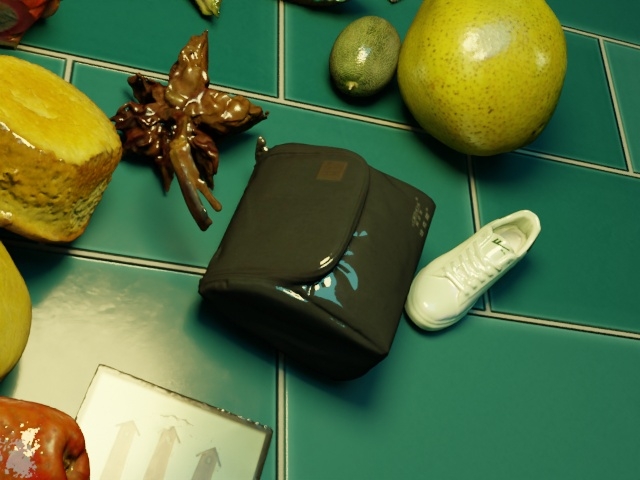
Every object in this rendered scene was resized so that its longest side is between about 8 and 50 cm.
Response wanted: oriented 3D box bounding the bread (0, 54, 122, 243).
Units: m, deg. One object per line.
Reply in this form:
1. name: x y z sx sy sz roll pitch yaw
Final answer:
1. bread: -0.379 -0.123 1.222 0.268 0.145 0.268 35 21 -16

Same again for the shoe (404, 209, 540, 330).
1. shoe: 0.234 0.034 1.445 0.095 0.110 0.265 48 52 9

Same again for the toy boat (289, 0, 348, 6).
1. toy boat: -0.032 -0.458 1.646 0.293 0.099 0.108 20 55 -1

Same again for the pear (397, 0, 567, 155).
1. pear: 0.262 -0.276 1.549 0.294 0.294 0.294 10 57 -17

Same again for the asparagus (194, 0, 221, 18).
1. asparagus: -0.206 -0.510 1.616 0.085 0.082 0.343 19 54 -35

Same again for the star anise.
1. star anise: -0.180 -0.152 1.365 0.237 0.148 0.346 7 48 -16

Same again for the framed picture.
1. framed picture: -0.209 0.328 1.141 0.244 0.013 0.323 23 55 -9

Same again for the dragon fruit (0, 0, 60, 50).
1. dragon fruit: -0.460 -0.407 1.365 0.224 0.224 0.227 5 78 -20

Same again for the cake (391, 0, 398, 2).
1. cake: 0.117 -0.497 1.758 0.065 0.052 0.121 -33 76 -29

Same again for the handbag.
1. handbag: 0.002 -0.001 1.309 0.275 0.178 0.301 33 53 -14

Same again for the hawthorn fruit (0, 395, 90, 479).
1. hawthorn fruit: -0.342 0.250 1.033 0.189 0.189 0.189 10 57 -17

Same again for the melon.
1. melon: 0.072 -0.301 1.580 0.114 0.114 0.167 28 54 -5

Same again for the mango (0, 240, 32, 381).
1. mango: -0.469 0.046 1.134 0.195 0.142 0.331 -23 64 -37
